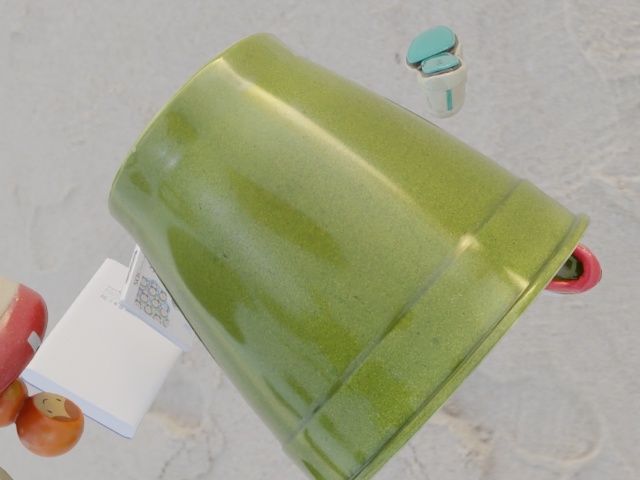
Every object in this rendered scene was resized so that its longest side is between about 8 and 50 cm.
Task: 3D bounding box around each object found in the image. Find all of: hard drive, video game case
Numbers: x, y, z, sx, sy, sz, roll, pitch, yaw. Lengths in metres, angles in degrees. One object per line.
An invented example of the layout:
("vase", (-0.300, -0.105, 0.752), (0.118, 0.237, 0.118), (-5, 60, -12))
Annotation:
("hard drive", (-0.357, 0.182, 1.891), (0.210, 0.319, 0.040), (30, 128, -3))
("video game case", (-0.258, 0.086, 1.780), (0.019, 0.157, 0.143), (-23, 41, 33))

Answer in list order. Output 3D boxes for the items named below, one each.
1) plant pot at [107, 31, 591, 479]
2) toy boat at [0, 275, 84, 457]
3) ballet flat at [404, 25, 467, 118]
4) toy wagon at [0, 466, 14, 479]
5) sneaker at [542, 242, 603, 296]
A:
("plant pot", (0.000, 0.000, 1.030), (0.353, 0.366, 0.366), (42, 117, 6))
("toy boat", (-0.281, 0.142, 0.954), (0.151, 0.151, 0.231), (25, 136, -4))
("ballet flat", (0.164, -0.228, 1.474), (0.086, 0.248, 0.086), (2, 114, 4))
("toy wagon", (-0.235, 0.289, 0.558), (0.267, 0.068, 0.344), (-6, 64, 9))
("sneaker", (0.227, -0.003, 1.358), (0.279, 0.118, 0.107), (16, 91, 0))
